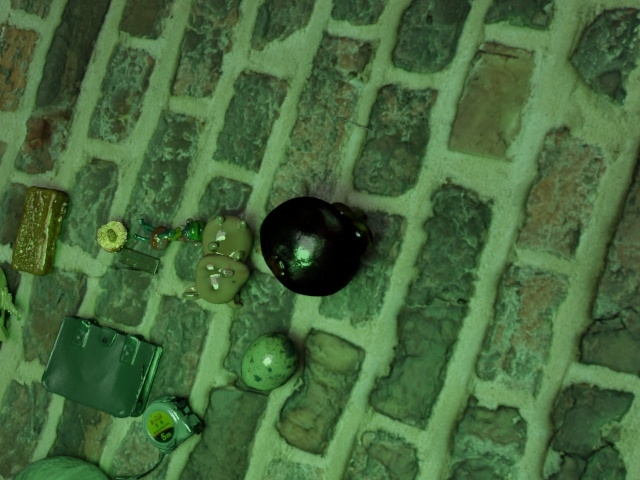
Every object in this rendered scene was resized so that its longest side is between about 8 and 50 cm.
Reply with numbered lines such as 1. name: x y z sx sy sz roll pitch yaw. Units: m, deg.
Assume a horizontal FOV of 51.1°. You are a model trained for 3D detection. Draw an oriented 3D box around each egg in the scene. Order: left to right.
1. egg: -0.137 0.324 1.767 0.182 0.141 0.141 -47 72 25

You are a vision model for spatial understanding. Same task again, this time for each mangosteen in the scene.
1. mangosteen: 0.000 0.000 1.727 0.302 0.275 0.275 -32 72 -26

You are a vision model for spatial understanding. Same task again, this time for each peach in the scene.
1. peach: -0.613 -0.010 1.992 0.098 0.061 0.098 0 89 -5

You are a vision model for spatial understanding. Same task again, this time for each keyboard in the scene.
1. keyboard: -0.538 0.060 1.985 0.129 0.015 0.049 17 83 18

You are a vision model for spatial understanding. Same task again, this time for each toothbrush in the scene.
1. toothbrush: 0.096 -0.319 1.841 0.097 0.008 0.006 25 105 17

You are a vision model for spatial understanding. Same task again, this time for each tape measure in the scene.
1. tape measure: -0.478 0.556 1.885 0.330 0.084 0.164 -37 75 23

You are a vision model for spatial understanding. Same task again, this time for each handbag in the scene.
1. handbag: -0.635 0.363 1.941 0.326 0.089 0.239 15 86 17

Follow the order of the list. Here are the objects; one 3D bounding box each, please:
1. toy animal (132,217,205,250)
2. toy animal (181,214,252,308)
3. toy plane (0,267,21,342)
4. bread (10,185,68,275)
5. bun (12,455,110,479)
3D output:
1. toy animal: -0.437 -0.020 1.917 0.208 0.103 0.100 5 86 18
2. toy animal: -0.269 0.053 1.831 0.166 0.154 0.250 13 82 -5
3. toy plane: -1.009 0.200 2.073 0.228 0.092 0.244 -11 83 30
4. bread: -0.858 -0.029 2.060 0.139 0.077 0.271 10 88 14
5. bun: -0.744 0.777 1.858 0.361 0.211 0.362 -3 80 18
